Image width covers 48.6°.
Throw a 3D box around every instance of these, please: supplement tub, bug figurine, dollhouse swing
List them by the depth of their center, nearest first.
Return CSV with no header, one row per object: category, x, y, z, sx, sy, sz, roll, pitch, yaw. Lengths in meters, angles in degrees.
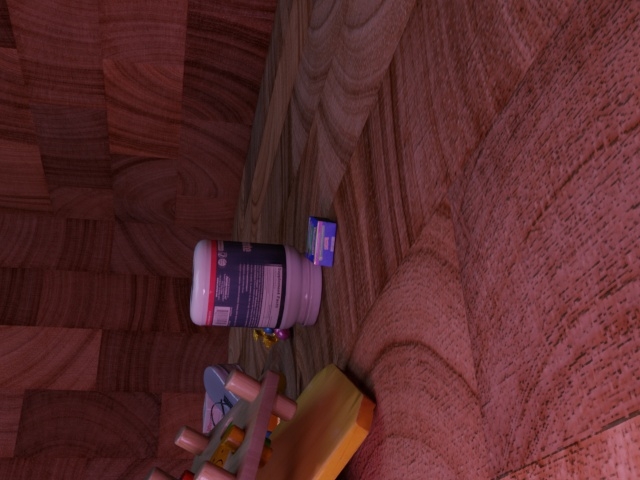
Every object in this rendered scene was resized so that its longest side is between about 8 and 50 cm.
dollhouse swing,0.021,0.436,1.170,0.315,0.305,0.347,53,172,-9
supplement tub,-0.147,0.099,1.572,0.191,0.273,0.191,-176,90,-78
bug figurine,-0.114,0.161,1.901,0.216,0.072,0.278,-127,47,-64

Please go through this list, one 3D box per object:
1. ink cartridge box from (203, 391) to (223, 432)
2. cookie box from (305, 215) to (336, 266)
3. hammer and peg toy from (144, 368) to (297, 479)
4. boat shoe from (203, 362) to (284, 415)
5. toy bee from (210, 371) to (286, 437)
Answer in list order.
ink cartridge box,-0.273,0.545,2.249,0.082,0.191,0.139,-98,16,-46
cookie box,0.000,0.000,1.469,0.107,0.040,0.091,-148,64,-76
hammer and peg toy,-0.185,0.399,1.141,0.361,0.127,0.265,-50,16,31
boat shoe,-0.163,0.460,1.906,0.367,0.157,0.135,41,127,39
toy bee,-0.112,0.408,1.692,0.298,0.162,0.195,22,101,52
